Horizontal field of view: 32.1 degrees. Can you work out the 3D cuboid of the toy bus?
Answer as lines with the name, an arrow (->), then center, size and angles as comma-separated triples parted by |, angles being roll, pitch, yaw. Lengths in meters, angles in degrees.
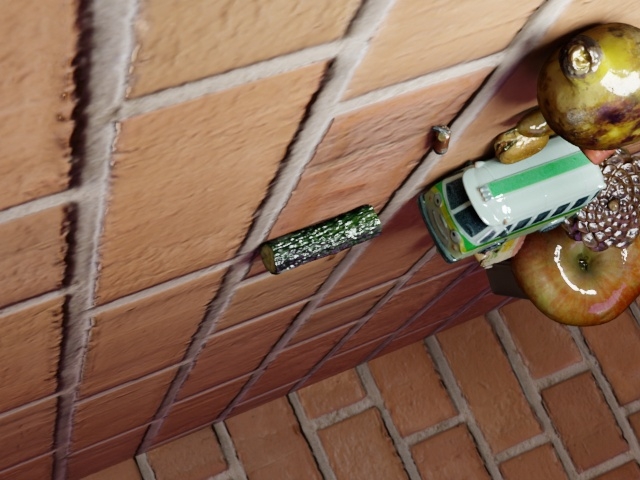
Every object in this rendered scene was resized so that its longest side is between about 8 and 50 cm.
toy bus -> 0.314, -0.076, 1.798 | 0.276, 0.133, 0.165 | -20, 167, -26

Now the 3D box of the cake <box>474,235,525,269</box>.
cake -> 0.361, -0.052, 2.194 | 0.109, 0.090, 0.225 | -16, 146, -26

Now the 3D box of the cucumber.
cucumber -> 0.000, 0.001, 1.707 | 0.187, 0.058, 0.058 | -20, 167, -15

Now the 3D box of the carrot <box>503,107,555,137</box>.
carrot -> 0.393, -0.194, 1.633 | 0.298, 0.078, 0.078 | -15, 165, -16

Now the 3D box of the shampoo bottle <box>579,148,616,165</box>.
shampoo bottle -> 0.462, -0.201, 1.550 | 0.244, 0.085, 0.085 | -44, 161, 18

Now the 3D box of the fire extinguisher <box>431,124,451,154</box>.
fire extinguisher -> 0.164, -0.139, 1.519 | 0.028, 0.022, 0.083 | 6, 168, 4

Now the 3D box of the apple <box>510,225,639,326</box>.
apple -> 0.560, 0.039, 2.394 | 0.302, 0.301, 0.301 | -23, 167, -6

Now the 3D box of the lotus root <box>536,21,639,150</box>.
lotus root -> 0.357, -0.190, 1.393 | 0.169, 0.141, 0.314 | -33, 164, 24

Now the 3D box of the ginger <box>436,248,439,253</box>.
ginger -> 0.282, -0.035, 2.025 | 0.137, 0.089, 0.290 | -41, 174, -9

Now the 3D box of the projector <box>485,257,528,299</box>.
projector -> 0.558, 0.054, 2.737 | 0.257, 0.099, 0.192 | -21, -171, -21

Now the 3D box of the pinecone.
pinecone -> 0.520, -0.082, 2.066 | 0.208, 0.207, 0.208 | -23, 167, -6

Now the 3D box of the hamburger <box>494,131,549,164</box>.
hamburger -> 0.306, -0.147, 1.697 | 0.083, 0.044, 0.076 | -26, 168, -6
